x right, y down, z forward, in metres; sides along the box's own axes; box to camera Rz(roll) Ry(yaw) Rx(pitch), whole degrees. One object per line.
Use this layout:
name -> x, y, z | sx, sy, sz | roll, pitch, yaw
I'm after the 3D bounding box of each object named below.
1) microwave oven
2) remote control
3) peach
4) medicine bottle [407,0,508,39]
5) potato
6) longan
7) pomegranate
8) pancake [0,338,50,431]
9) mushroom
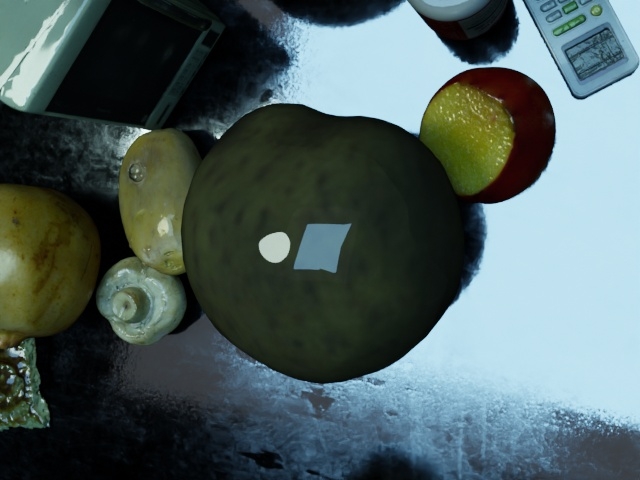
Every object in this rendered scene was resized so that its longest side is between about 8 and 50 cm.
microwave oven -> -0.362, -0.326, 1.269 | 0.333, 0.394, 0.247 | 43, 102, 9
remote control -> 0.350, -0.330, 1.269 | 0.103, 0.034, 0.250 | -26, 87, 15
peach -> 0.227, -0.144, 1.234 | 0.190, 0.192, 0.190 | -3, 81, 17
medicine bottle -> 0.184, -0.341, 1.199 | 0.131, 0.250, 0.131 | 1, 94, 15
potato -> -0.238, -0.060, 1.386 | 0.150, 0.146, 0.233 | -11, 69, 7
longan -> 0.000, 0.000, 1.227 | 0.405, 0.336, 0.404 | 1, 92, 35
pomegranate -> -0.473, 0.038, 1.390 | 0.264, 0.264, 0.264 | 1, 94, 15
pancake -> -0.659, 0.244, 1.556 | 0.427, 0.067, 0.304 | -25, 89, 13
mushroom -> -0.284, 0.095, 1.423 | 0.148, 0.112, 0.148 | 2, 96, 23
